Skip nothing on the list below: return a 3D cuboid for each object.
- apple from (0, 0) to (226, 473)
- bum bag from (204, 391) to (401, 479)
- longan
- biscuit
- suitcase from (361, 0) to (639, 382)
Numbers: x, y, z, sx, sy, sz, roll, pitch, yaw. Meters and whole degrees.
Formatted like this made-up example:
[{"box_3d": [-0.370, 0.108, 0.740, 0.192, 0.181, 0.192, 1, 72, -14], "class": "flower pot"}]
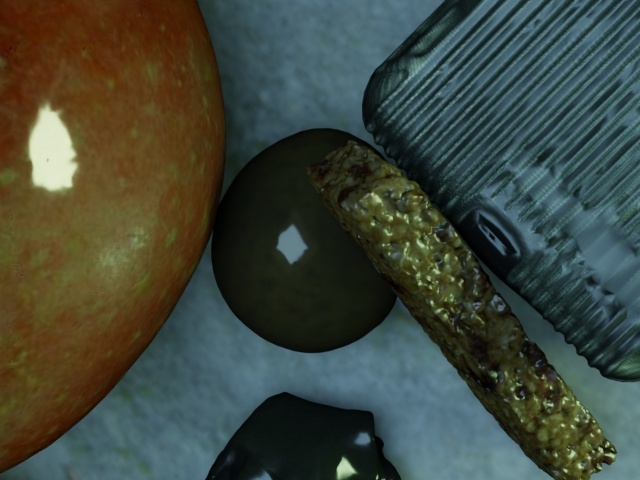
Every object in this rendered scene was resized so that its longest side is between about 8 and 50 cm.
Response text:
[{"box_3d": [-0.211, -0.055, 0.880, 0.348, 0.277, 0.349, 2, 95, 21], "class": "apple"}, {"box_3d": [-0.050, 0.231, 0.961, 0.142, 0.079, 0.326, 36, 101, 16], "class": "bum bag"}, {"box_3d": [0.000, 0.000, 0.934, 0.092, 0.113, 0.113, -2, 93, 55], "class": "longan"}, {"box_3d": [0.067, 0.037, 0.886, 0.034, 0.064, 0.199, -42, 117, -6], "class": "biscuit"}, {"box_3d": [0.180, -0.098, 0.863, 0.312, 0.128, 0.202, -45, 82, 13], "class": "suitcase"}]
